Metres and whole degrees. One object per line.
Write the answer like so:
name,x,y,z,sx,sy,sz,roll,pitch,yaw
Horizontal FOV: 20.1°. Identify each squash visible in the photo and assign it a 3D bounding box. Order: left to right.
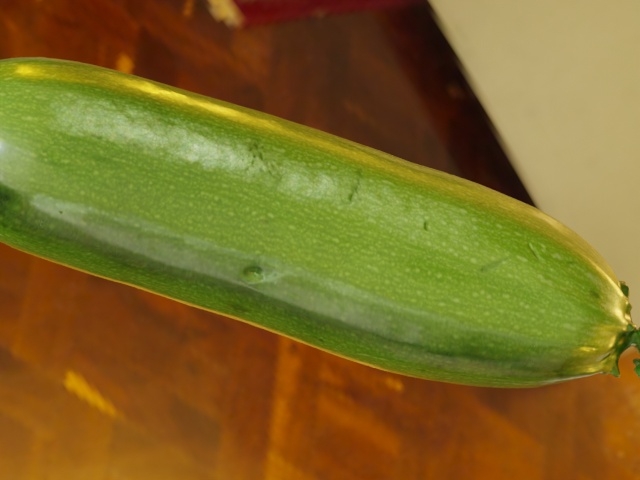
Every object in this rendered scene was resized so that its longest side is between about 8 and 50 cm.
squash,0.000,0.000,0.834,0.378,0.101,0.101,16,49,-16
